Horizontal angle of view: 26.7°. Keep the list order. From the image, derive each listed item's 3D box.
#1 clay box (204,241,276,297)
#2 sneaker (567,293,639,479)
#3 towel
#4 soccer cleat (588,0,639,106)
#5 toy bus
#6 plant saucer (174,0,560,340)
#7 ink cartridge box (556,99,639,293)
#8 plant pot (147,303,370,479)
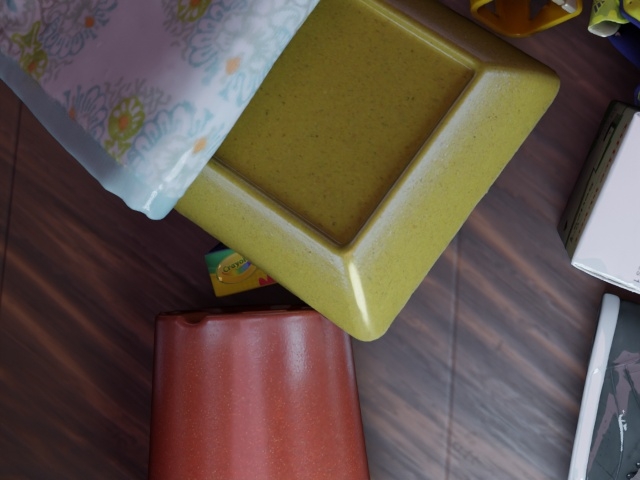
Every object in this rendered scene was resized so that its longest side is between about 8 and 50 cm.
[{"bbox_3d":[0.000,0.000,1.417,0.222,0.127,0.053,-16,97,8],"label":"clay box"},{"bbox_3d":[0.341,0.213,1.416,0.147,0.104,0.295,11,95,10],"label":"sneaker"},{"bbox_3d":[-0.173,-0.240,1.330,0.374,0.090,0.320,43,104,38],"label":"towel"},{"bbox_3d":[0.306,-0.258,1.309,0.121,0.093,0.289,-19,64,10],"label":"soccer cleat"},{"bbox_3d":[0.196,-0.306,1.359,0.104,0.202,0.191,-20,104,40],"label":"toy bus"},{"bbox_3d":[0.011,-0.125,1.336,0.333,0.081,0.332,35,86,19],"label":"plant saucer"},{"bbox_3d":[0.308,-0.048,1.326,0.093,0.219,0.160,22,100,3],"label":"ink cartridge box"},{"bbox_3d":[-0.067,0.201,1.399,0.273,0.272,0.265,-3,90,7],"label":"plant pot"}]
